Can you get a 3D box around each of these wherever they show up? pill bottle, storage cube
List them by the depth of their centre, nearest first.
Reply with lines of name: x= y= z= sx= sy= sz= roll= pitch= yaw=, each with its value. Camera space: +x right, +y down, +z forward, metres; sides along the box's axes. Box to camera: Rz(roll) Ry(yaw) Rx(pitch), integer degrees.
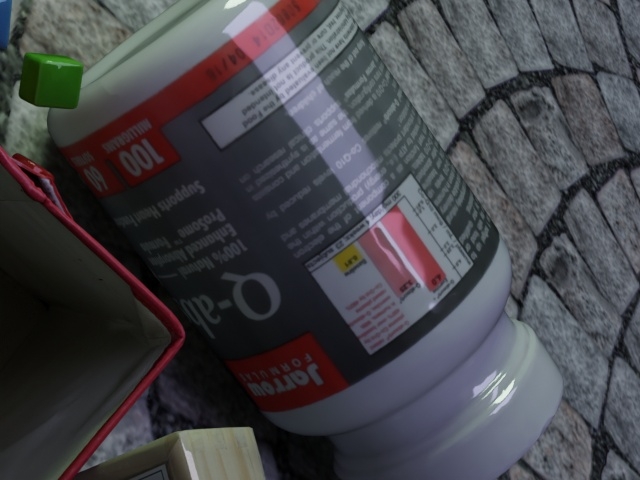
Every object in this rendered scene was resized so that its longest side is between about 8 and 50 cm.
storage cube: x=-0.215 y=0.044 z=0.676 sx=0.183 sy=0.193 sz=0.215 roll=47 pitch=72 yaw=-22
pill bottle: x=0.000 y=0.000 z=1.032 sx=0.363 sy=0.210 sz=0.210 roll=54 pitch=35 yaw=-14

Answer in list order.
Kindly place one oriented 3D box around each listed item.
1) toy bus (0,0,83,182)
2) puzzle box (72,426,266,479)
toy bus: x=-0.233 y=-0.036 z=0.841 sx=0.191 sy=0.104 sz=0.202 roll=-13 pitch=112 yaw=-27
puzzle box: x=-0.094 y=0.312 z=0.649 sx=0.052 sy=0.272 sz=0.409 roll=7 pitch=62 yaw=-53
